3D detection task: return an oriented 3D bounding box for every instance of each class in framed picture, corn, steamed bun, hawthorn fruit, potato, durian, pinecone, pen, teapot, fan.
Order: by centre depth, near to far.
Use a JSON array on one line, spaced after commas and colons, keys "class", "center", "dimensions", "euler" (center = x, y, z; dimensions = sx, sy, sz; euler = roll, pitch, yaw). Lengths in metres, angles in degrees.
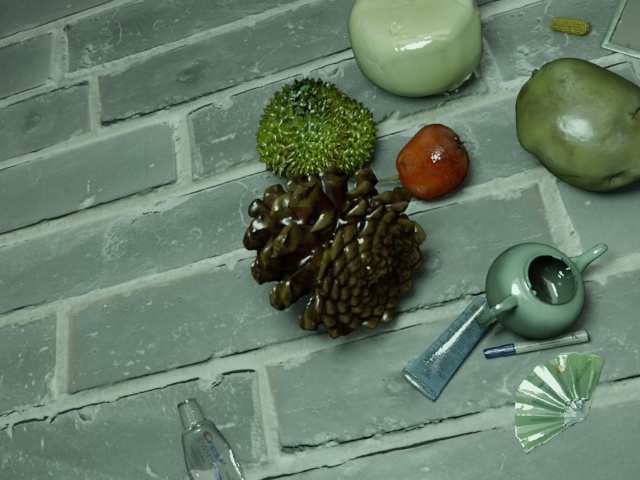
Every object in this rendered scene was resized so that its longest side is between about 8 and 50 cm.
[{"class": "fan", "center": [0.452, 0.303, 1.305], "dimensions": [0.131, 0.009, 0.240], "euler": [37, 80, 30]}, {"class": "teapot", "center": [0.422, 0.094, 1.320], "dimensions": [0.294, 0.129, 0.193], "euler": [-25, 74, -21]}, {"class": "pen", "center": [0.428, 0.207, 1.348], "dimensions": [0.204, 0.025, 0.025], "euler": [-12, 62, 11]}, {"class": "pinecone", "center": [0.000, 0.000, 1.398], "dimensions": [0.384, 0.384, 0.384], "euler": [-7, 64, 13]}, {"class": "potato", "center": [0.558, -0.235, 1.410], "dimensions": [0.326, 0.221, 0.243], "euler": [31, 88, 16]}, {"class": "framed picture", "center": [0.820, -0.504, 1.521], "dimensions": [0.296, 0.019, 0.232], "euler": [28, 106, 26]}, {"class": "hawthorn fruit", "center": [0.194, -0.154, 1.533], "dimensions": [0.285, 0.165, 0.165], "euler": [-19, 61, 22]}, {"class": "durian", "center": [-0.017, -0.260, 1.581], "dimensions": [0.291, 0.224, 0.291], "euler": [-10, 34, 7]}, {"class": "steamed bun", "center": [0.230, -0.487, 1.623], "dimensions": [0.312, 0.233, 0.333], "euler": [-6, 55, 16]}, {"class": "corn", "center": [0.603, -0.519, 1.637], "dimensions": [0.092, 0.037, 0.037], "euler": [19, 72, 23]}]

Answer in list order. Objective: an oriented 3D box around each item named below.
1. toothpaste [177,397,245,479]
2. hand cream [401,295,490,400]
[{"class": "toothpaste", "center": [-0.231, 0.461, 1.406], "dimensions": [0.099, 0.068, 0.282], "euler": [-40, 64, 27]}, {"class": "hand cream", "center": [0.277, 0.202, 1.379], "dimensions": [0.088, 0.055, 0.256], "euler": [40, 83, 17]}]
